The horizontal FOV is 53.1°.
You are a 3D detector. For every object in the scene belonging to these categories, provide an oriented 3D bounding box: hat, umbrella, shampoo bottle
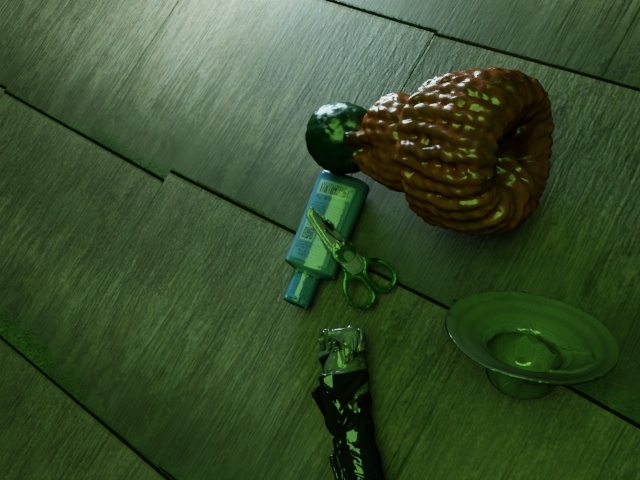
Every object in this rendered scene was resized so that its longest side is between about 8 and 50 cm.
[{"bbox_3d":[0.173,-0.139,1.088,0.400,0.285,0.285,1,71,44],"label":"hat"},{"bbox_3d":[0.306,0.180,0.971,0.252,0.252,0.110,15,118,25],"label":"hat"},{"bbox_3d":[0.045,0.314,1.034,0.106,0.113,0.357,-5,69,-4],"label":"umbrella"},{"bbox_3d":[0.000,0.000,1.186,0.104,0.061,0.258,18,79,18],"label":"shampoo bottle"}]

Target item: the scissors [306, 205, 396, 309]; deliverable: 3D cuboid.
[{"bbox_3d":[0.042,0.024,1.136,0.101,0.027,0.204,-40,86,-12],"label":"scissors"}]
